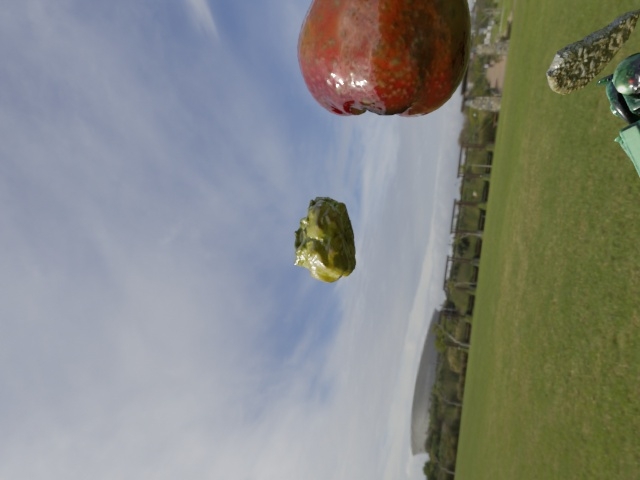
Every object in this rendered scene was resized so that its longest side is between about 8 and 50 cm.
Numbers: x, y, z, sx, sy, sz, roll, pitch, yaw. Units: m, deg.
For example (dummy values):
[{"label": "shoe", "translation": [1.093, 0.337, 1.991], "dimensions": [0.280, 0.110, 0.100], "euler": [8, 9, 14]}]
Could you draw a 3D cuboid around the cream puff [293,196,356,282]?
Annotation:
[{"label": "cream puff", "translation": [0.000, -0.002, 1.347], "dimensions": [0.282, 0.185, 0.282], "euler": [-11, -90, -72]}]

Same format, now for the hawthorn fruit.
[{"label": "hawthorn fruit", "translation": [0.137, -0.481, 1.021], "dimensions": [0.403, 0.402, 0.403], "euler": [7, -90, -72]}]

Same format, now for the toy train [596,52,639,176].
[{"label": "toy train", "translation": [0.407, -0.127, 0.471], "dimensions": [0.269, 0.115, 0.154], "euler": [3, -121, -37]}]

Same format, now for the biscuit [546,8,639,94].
[{"label": "biscuit", "translation": [0.658, -0.443, 1.095], "dimensions": [0.289, 0.038, 0.141], "euler": [-32, -41, -10]}]
